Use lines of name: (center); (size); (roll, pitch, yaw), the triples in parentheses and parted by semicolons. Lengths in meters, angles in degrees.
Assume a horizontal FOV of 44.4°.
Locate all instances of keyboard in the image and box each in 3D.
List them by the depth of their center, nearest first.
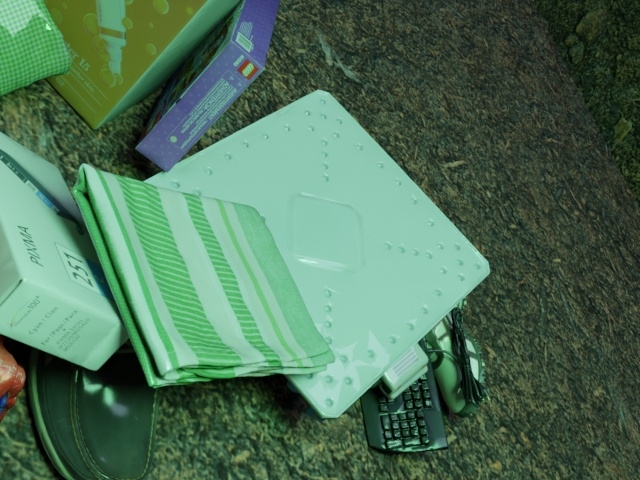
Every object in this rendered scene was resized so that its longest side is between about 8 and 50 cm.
keyboard: (0.149, 0.168, 1.209); (0.202, 0.033, 0.317); (-1, 59, -12)

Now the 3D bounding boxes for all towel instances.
towel: (-0.115, 0.041, 0.863); (0.325, 0.038, 0.247); (11, 48, -61)

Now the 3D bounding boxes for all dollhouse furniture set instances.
dollhouse furniture set: (-0.407, -0.302, 0.845); (0.198, 0.151, 0.301); (-34, 104, -29)

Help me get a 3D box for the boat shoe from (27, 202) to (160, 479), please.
boat shoe: (-0.230, 0.092, 0.846); (0.132, 0.130, 0.355); (12, 54, -43)

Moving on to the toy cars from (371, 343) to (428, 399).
toy cars: (0.070, 0.045, 1.197); (0.177, 0.087, 0.393); (5, 54, -12)

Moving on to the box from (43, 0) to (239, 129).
box: (-0.233, -0.340, 0.998); (0.215, 0.345, 0.168); (47, 37, -9)

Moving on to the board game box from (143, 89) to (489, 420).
board game box: (0.000, 0.000, 1.108); (0.390, 0.050, 0.390); (48, 52, 8)

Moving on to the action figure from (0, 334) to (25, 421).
action figure: (-0.350, 0.189, 0.694); (0.091, 0.139, 0.280); (33, 64, -31)

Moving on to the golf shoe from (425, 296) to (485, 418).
golf shoe: (0.188, 0.165, 1.297); (0.120, 0.105, 0.272); (5, 54, -22)

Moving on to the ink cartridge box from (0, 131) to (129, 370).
ink cartridge box: (-0.329, -0.031, 0.739); (0.261, 0.066, 0.296); (37, 11, -49)

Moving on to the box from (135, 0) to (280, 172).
box: (-0.147, -0.242, 1.091); (0.057, 0.201, 0.293); (38, 28, -21)
